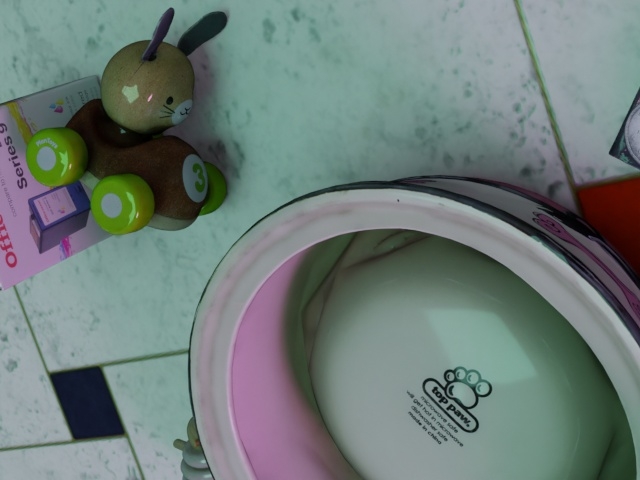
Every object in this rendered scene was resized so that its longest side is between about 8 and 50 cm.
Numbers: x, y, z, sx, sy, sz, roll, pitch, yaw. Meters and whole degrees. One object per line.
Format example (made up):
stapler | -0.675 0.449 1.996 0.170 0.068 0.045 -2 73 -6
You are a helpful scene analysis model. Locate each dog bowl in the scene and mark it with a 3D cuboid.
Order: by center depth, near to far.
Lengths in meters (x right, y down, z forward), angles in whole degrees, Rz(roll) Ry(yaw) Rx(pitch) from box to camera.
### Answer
dog bowl | 0.102 0.128 1.005 0.408 0.150 0.407 11 114 26

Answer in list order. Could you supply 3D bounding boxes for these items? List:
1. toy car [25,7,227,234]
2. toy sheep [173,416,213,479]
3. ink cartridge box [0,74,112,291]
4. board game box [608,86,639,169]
toy car | -0.141 -0.117 1.097 0.149 0.155 0.188 34 111 17
toy sheep | -0.098 0.229 1.237 0.091 0.091 0.132 -8 118 34
ink cartridge box | -0.279 -0.052 1.158 0.093 0.212 0.154 -10 102 34
board game box | 0.296 -0.064 0.652 0.243 0.042 0.165 30 122 19
